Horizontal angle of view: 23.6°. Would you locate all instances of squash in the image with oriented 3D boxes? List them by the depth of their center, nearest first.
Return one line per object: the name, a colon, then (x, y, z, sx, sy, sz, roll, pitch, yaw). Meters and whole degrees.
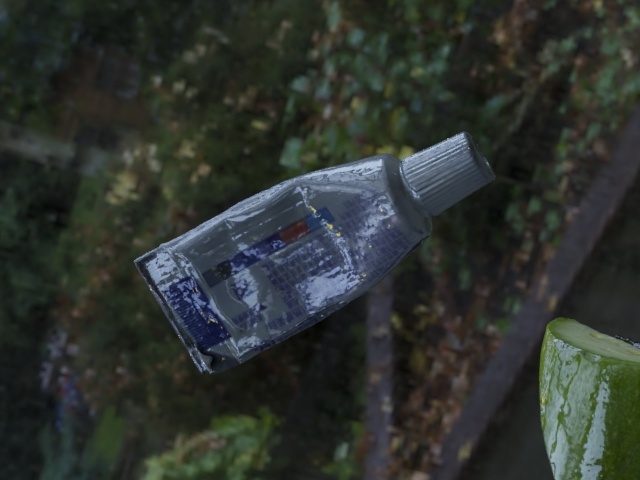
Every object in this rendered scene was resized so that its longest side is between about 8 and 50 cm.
squash: (0.265, 0.221, 1.515, 0.169, 0.093, 0.252, 24, 112, 52)

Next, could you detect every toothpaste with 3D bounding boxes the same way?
toothpaste: (0.001, 0.002, 1.152, 0.068, 0.282, 0.099, 21, -135, -62)
